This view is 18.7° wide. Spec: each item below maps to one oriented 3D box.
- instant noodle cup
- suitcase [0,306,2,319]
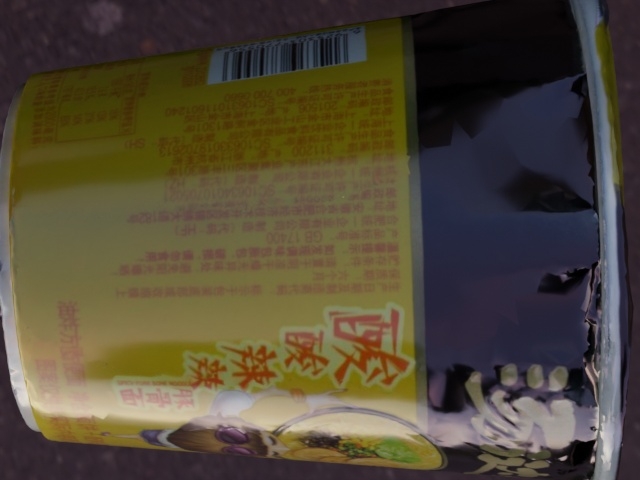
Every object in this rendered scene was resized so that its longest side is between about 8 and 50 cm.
[{"bbox_3d":[0.000,0.000,0.777,0.236,0.215,0.216,-1,127,2],"label":"instant noodle cup"},{"bbox_3d":[-0.234,0.010,1.442,0.086,0.126,0.059,-44,100,7],"label":"suitcase"}]
